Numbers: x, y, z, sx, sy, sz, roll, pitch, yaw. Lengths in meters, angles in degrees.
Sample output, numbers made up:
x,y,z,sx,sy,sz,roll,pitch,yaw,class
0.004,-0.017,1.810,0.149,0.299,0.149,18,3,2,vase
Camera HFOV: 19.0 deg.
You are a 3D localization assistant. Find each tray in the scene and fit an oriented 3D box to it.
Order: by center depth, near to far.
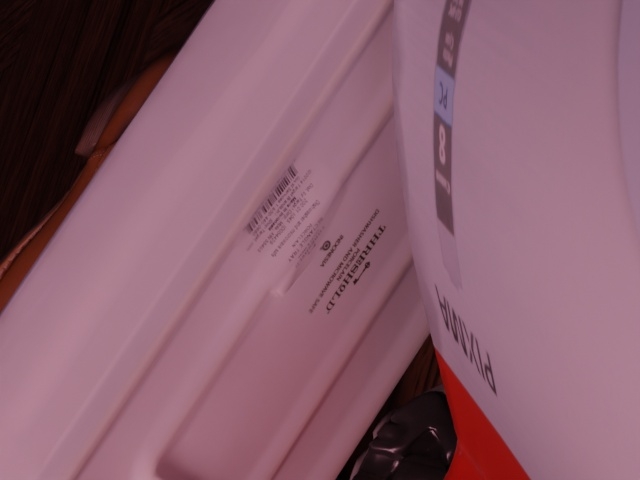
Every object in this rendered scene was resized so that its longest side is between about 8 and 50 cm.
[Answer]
x,y,z,sx,sy,sz,roll,pitch,yaw,class
0.000,0.000,0.525,0.030,0.145,0.270,28,82,42,tray

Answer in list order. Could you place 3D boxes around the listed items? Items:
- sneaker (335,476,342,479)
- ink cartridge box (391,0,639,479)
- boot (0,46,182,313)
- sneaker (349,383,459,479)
x,y,z,sx,sy,sz,roll,pitch,yaw,class
-0.014,0.111,0.813,0.083,0.071,0.190,-45,38,34,sneaker
0.061,0.036,0.364,0.385,0.091,0.308,-63,19,11,ink cartridge box
-0.097,0.018,1.081,0.220,0.109,0.283,-6,56,63,boot
0.037,0.169,0.601,0.108,0.100,0.271,-13,-58,-73,sneaker
